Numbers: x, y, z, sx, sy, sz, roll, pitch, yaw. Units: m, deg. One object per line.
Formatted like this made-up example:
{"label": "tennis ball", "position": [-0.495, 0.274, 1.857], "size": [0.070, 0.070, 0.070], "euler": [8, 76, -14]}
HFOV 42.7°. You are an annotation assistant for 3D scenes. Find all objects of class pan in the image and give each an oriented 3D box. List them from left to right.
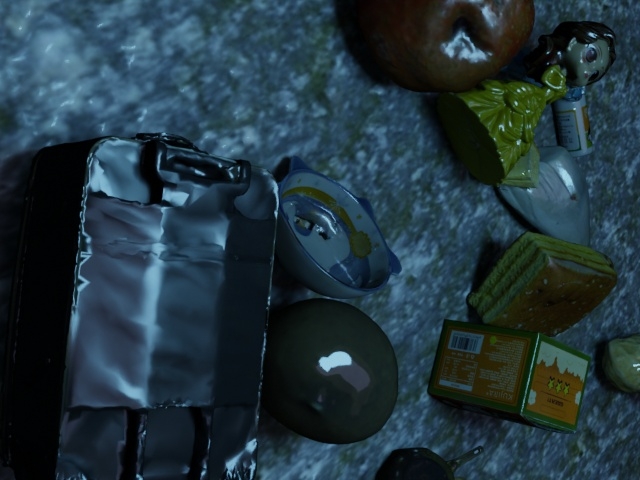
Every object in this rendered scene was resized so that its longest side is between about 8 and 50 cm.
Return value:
{"label": "pan", "position": [0.183, 0.370, 1.341], "size": [0.128, 0.048, 0.202], "euler": [39, 56, 6]}

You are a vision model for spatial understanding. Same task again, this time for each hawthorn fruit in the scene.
{"label": "hawthorn fruit", "position": [0.181, -0.349, 1.220], "size": [0.258, 0.258, 0.261], "euler": [-30, 92, -37]}

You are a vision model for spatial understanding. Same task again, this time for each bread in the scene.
{"label": "bread", "position": [0.331, -0.130, 1.458], "size": [0.080, 0.109, 0.084], "euler": [39, 50, -60]}
{"label": "bread", "position": [0.406, 0.088, 1.472], "size": [0.234, 0.110, 0.184], "euler": [10, 129, -41]}

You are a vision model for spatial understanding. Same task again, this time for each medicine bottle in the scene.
{"label": "medicine bottle", "position": [0.496, -0.280, 1.623], "size": [0.092, 0.061, 0.220], "euler": [-43, 122, -60]}

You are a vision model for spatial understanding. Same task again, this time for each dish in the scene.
{"label": "dish", "position": [0.000, 0.000, 1.159], "size": [0.236, 0.086, 0.228], "euler": [44, 32, -11]}

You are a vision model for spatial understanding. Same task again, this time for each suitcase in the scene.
{"label": "suitcase", "position": [-0.196, 0.094, 0.930], "size": [0.283, 0.194, 0.433], "euler": [8, 87, -42]}

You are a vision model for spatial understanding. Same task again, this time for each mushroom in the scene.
{"label": "mushroom", "position": [0.458, -0.033, 1.578], "size": [0.159, 0.122, 0.328], "euler": [-31, 117, 3]}

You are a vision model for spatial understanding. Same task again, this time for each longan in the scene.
{"label": "longan", "position": [0.004, 0.173, 1.114], "size": [0.220, 0.197, 0.196], "euler": [33, 70, -25]}

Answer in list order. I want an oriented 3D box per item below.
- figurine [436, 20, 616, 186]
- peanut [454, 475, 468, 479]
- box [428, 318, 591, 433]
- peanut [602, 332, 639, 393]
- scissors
{"label": "figurine", "position": [0.367, -0.255, 1.366], "size": [0.315, 0.168, 0.187], "euler": [-37, 108, -10]}
{"label": "peanut", "position": [0.218, 0.512, 1.383], "size": [0.233, 0.110, 0.196], "euler": [-42, 119, -30]}
{"label": "box", "position": [0.323, 0.234, 1.401], "size": [0.178, 0.195, 0.148], "euler": [25, 75, -40]}
{"label": "peanut", "position": [0.728, 0.279, 1.798], "size": [0.313, 0.152, 0.152], "euler": [18, 80, -41]}
{"label": "scissors", "position": [0.345, -0.335, 1.468], "size": [0.393, 0.032, 0.180], "euler": [17, 84, -33]}
